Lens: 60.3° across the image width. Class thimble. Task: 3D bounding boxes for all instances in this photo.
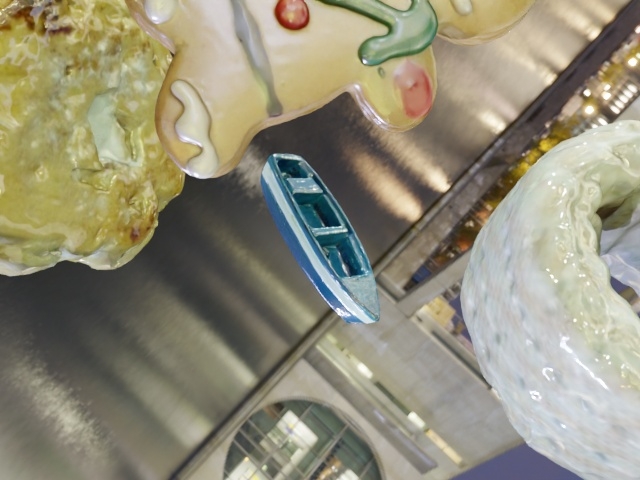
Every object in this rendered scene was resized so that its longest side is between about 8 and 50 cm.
[{"bbox_3d":[0.279,0.053,0.463,0.291,0.291,0.195,-44,164,-25],"label":"thimble"}]

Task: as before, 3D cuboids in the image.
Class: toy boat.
[{"bbox_3d":[0.000,0.000,0.821,0.096,0.299,0.062,-4,147,-48],"label":"toy boat"}]

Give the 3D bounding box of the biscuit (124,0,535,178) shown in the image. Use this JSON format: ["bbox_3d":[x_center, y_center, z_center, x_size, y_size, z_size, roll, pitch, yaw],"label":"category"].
[{"bbox_3d":[0.019,-0.167,0.377,0.301,0.197,0.049,-18,-171,-9],"label":"biscuit"}]

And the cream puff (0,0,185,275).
[{"bbox_3d":[-0.313,-0.120,0.578,0.324,0.257,0.292,-1,97,-60],"label":"cream puff"}]
